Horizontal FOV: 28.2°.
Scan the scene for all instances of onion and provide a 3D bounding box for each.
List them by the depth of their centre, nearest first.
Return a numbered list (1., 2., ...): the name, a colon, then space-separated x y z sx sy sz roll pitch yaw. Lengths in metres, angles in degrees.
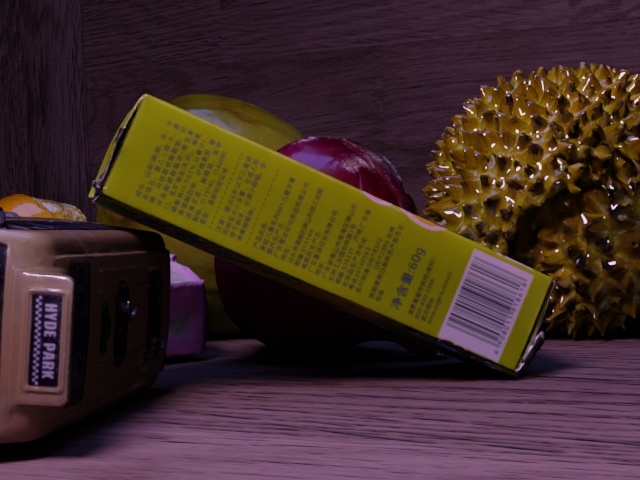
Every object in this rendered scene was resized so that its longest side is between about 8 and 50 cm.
1. onion: 0.012 0.029 1.036 0.218 0.195 0.140 44 35 24

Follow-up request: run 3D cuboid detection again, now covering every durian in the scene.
1. durian: 0.220 -0.031 1.123 0.293 0.258 0.258 -8 3 -12

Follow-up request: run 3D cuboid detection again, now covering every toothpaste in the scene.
1. toothpaste: 0.000 0.000 0.905 0.327 0.077 0.110 24 -4 -11

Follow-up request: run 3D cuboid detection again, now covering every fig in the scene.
1. fig: -0.086 -0.016 1.242 0.271 0.239 0.239 23 -2 -10

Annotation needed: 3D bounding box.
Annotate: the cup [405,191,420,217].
1. cup: 0.032 0.030 1.389 0.155 0.131 0.176 -6 -28 17

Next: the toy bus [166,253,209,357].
1. toy bus: -0.230 0.064 1.027 0.274 0.090 0.112 -5 9 -33

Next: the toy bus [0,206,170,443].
1. toy bus: -0.191 0.049 0.792 0.157 0.139 0.289 3 -1 8

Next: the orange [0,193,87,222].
1. orange: -0.284 0.031 1.258 0.157 0.156 0.134 -5 42 -49
